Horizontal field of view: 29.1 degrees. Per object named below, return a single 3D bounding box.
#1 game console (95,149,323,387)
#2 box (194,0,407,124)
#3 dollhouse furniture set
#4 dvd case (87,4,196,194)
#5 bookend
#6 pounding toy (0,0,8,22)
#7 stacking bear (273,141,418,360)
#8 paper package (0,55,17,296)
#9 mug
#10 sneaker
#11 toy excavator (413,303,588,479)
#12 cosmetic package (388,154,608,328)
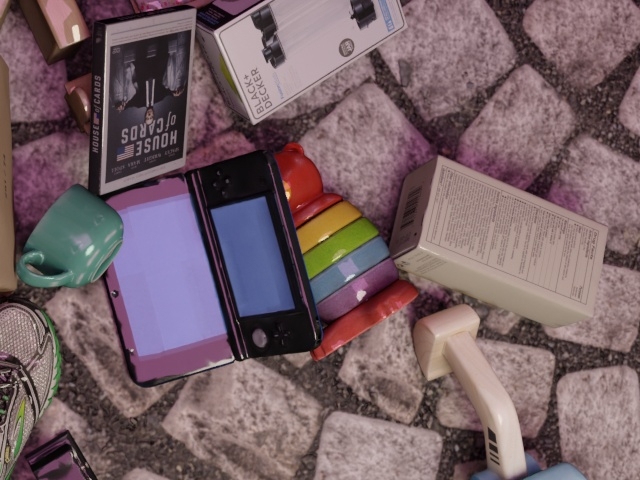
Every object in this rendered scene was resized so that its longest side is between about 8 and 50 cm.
[{"bbox_3d":[-0.165,0.044,1.746,0.173,0.250,0.293,-19,95,-43],"label":"game console"},{"bbox_3d":[-0.029,-0.317,1.800,0.290,0.087,0.169,-33,128,-15],"label":"box"},{"bbox_3d":[-0.227,-0.356,1.732,0.356,0.174,0.303,-25,96,-16],"label":"dollhouse furniture set"},{"bbox_3d":[-0.245,-0.195,1.697,0.179,0.030,0.238,-26,129,-50],"label":"dvd case"},{"bbox_3d":[-0.330,0.352,1.689,0.072,0.156,0.157,-31,96,-15],"label":"bookend"},{"bbox_3d":[-0.493,-0.368,1.634,0.181,0.206,0.094,22,82,-15],"label":"pounding toy"},{"bbox_3d":[0.000,0.000,1.801,0.175,0.164,0.289,-34,87,24],"label":"stacking bear"},{"bbox_3d":[-0.485,-0.086,1.571,0.168,0.309,0.324,-2,88,-9],"label":"paper package"},{"bbox_3d":[-0.340,0.012,1.700,0.097,0.129,0.157,35,77,0],"label":"mug"},{"bbox_3d":[-0.441,0.243,1.655,0.134,0.146,0.343,15,83,-5],"label":"sneaker"},{"bbox_3d":[0.293,0.362,1.824,0.222,0.433,0.445,-18,122,-16],"label":"toy excavator"},{"bbox_3d":[0.271,0.006,1.882,0.310,0.113,0.160,23,68,-18],"label":"cosmetic package"}]
